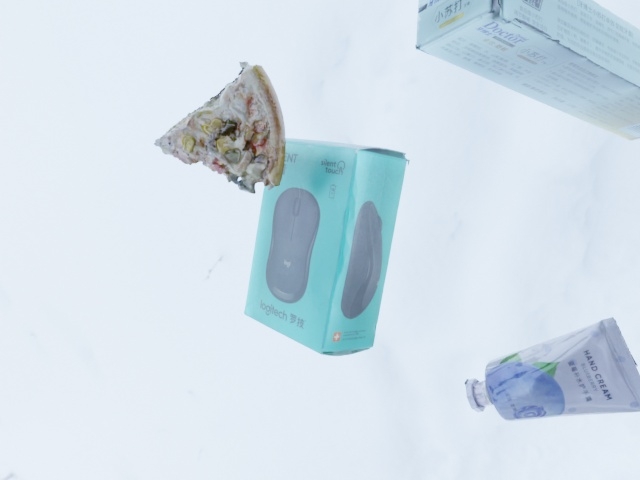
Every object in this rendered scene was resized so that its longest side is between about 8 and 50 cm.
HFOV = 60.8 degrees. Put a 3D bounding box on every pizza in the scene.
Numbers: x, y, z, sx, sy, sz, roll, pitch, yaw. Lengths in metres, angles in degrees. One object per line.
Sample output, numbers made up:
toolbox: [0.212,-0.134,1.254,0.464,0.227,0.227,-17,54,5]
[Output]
pizza: [-0.147,-0.151,0.772,0.196,0.052,0.184,-7,100,10]

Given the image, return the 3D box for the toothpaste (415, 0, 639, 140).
toothpaste: [0.231,-0.162,0.495,0.089,0.313,0.070,-6,77,58]

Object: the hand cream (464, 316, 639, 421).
hand cream: [0.193,0.121,0.466,0.142,0.053,0.084,-24,96,36]

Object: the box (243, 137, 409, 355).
box: [0.000,0.000,0.857,0.205,0.118,0.311,17,100,43]
